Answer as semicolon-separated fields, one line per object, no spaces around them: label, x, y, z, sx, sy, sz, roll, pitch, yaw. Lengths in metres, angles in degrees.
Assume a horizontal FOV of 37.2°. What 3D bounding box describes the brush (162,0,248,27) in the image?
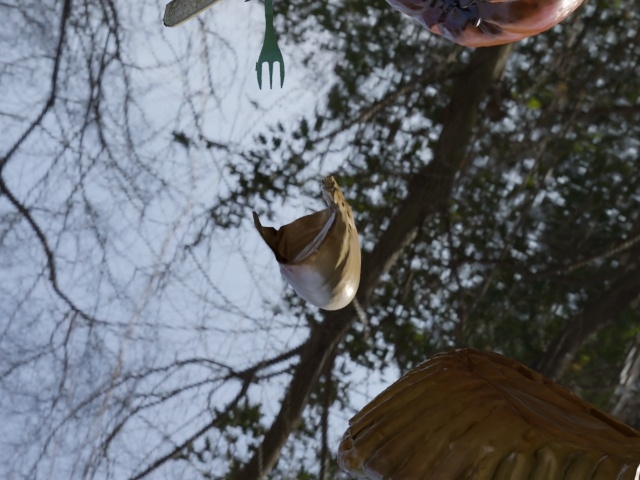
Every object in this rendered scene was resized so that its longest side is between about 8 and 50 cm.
brush;-0.139;-0.379;1.416;0.020;0.085;0.336;7;170;-41

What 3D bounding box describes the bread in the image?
bread;0.151;0.185;0.786;0.274;0.149;0.274;18;-173;-2

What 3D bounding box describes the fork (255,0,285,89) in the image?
fork;-0.067;-0.302;1.201;0.039;0.235;0.021;-6;-154;-9

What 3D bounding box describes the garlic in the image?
garlic;-0.004;0.012;0.978;0.099;0.124;0.174;-24;-165;7

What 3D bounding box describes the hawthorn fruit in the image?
hawthorn fruit;0.145;-0.270;0.742;0.196;0.225;0.196;28;172;5
